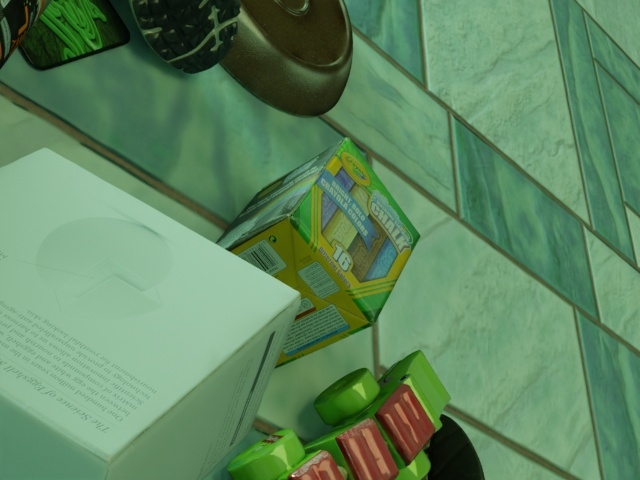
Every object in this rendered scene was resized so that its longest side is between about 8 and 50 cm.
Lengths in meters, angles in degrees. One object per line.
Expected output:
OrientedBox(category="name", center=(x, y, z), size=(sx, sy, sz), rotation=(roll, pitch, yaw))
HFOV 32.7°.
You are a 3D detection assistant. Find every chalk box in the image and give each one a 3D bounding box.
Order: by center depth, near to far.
OrientedBox(category="chalk box", center=(0.000, 0.000, 1.073), size=(0.132, 0.132, 0.213), rotation=(53, 35, -12))

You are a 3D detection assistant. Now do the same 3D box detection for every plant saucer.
OrientedBox(category="plant saucer", center=(-0.057, -0.295, 1.293), size=(0.311, 0.050, 0.310), rotation=(32, 43, -36))

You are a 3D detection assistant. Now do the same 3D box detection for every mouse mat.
OrientedBox(category="mouse mat", center=(-0.267, -0.253, 1.013), size=(0.189, 0.007, 0.152), rotation=(59, 33, -5))

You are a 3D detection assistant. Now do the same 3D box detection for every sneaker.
OrientedBox(category="sneaker", center=(-0.173, -0.301, 1.083), size=(0.283, 0.110, 0.122), rotation=(63, -9, -28))

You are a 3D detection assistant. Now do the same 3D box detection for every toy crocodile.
OrientedBox(category="toy crocodile", center=(0.027, 0.196, 0.972), size=(0.340, 0.105, 0.115), rotation=(-30, 92, -50))

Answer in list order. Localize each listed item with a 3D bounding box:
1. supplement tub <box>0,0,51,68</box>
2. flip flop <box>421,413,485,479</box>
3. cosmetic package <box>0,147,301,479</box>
OrientedBox(category="supplement tub", center=(-0.284, -0.178, 0.832), size=(0.117, 0.117, 0.190), rotation=(45, 37, -24))
OrientedBox(category="flip flop", center=(0.133, 0.304, 1.070), size=(0.080, 0.112, 0.277), rotation=(76, -9, -67))
OrientedBox(category="cosmetic package", center=(-0.172, 0.075, 0.694), size=(0.224, 0.138, 0.225), rotation=(29, 29, 14))
